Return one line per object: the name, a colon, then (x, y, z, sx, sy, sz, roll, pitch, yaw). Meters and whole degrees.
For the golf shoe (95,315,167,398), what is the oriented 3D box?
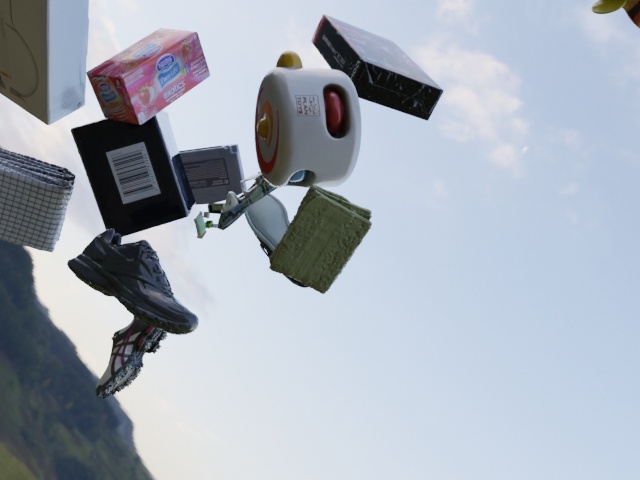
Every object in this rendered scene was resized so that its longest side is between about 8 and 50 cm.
golf shoe: (-0.569, 0.333, 1.956, 0.120, 0.273, 0.105, 34, -13, 21)

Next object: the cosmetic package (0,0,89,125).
cosmetic package: (-0.541, -0.401, 1.062, 0.377, 0.097, 0.284, 33, -46, 9)

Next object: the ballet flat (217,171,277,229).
ballet flat: (-0.181, -0.104, 1.575, 0.070, 0.188, 0.070, 49, -5, 6)

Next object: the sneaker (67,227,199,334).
sneaker: (-0.334, 0.071, 1.247, 0.286, 0.130, 0.109, 31, -17, 15)

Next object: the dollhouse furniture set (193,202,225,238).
dollhouse furniture set: (-0.357, -0.069, 2.179, 0.058, 0.152, 0.076, 3, -60, 10)

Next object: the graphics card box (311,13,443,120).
graphics card box: (0.134, -0.449, 1.713, 0.094, 0.232, 0.371, -62, -151, 27)

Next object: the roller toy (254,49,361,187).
roller toy: (-0.030, -0.183, 1.084, 0.191, 0.146, 0.209, -119, -147, -51)

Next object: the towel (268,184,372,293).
towel: (0.000, 0.000, 0.977, 0.110, 0.148, 0.027, 27, 16, -12)

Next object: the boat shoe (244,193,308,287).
boat shoe: (-0.110, -0.003, 1.734, 0.303, 0.114, 0.091, 57, -20, 26)

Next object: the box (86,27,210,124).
box: (-0.398, -0.391, 1.577, 0.128, 0.257, 0.123, 16, -44, 31)

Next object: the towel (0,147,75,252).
towel: (-0.812, -0.115, 1.767, 0.283, 0.121, 0.235, 19, -57, -18)

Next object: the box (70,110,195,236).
box: (-0.492, -0.192, 1.832, 0.395, 0.211, 0.294, -131, -156, -79)

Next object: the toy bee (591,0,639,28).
toy bee: (0.510, -0.469, 1.129, 0.162, 0.195, 0.298, -7, -76, 65)

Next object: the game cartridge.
game cartridge: (-0.411, -0.225, 2.349, 0.294, 0.060, 0.196, -5, -75, 11)
